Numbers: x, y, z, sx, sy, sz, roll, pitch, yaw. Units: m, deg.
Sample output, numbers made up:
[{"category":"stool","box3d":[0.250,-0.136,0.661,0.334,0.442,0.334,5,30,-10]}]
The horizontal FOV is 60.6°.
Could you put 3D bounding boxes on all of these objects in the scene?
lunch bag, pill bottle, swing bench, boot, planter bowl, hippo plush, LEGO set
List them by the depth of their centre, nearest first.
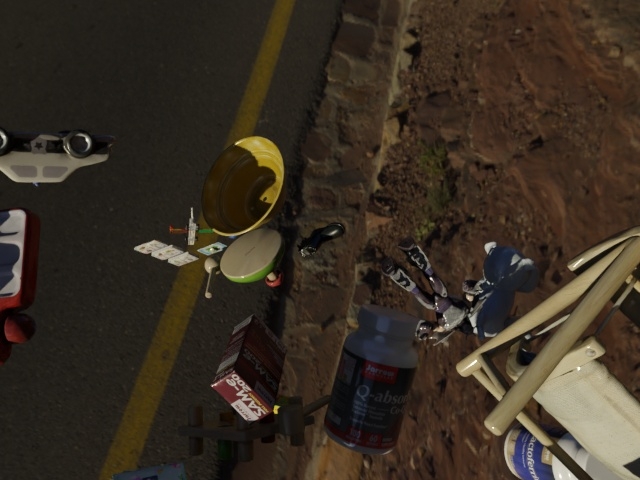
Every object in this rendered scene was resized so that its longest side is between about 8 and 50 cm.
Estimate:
[{"category":"swing bench","box3d":[0.323,0.151,0.540,0.253,0.165,0.255,45,97,-1]},{"category":"planter bowl","box3d":[-0.139,-0.099,1.141,0.217,0.090,0.217,-13,65,30]},{"category":"pill bottle","box3d":[0.594,0.538,1.345,0.153,0.265,0.153,4,79,-20]},{"category":"hippo plush","box3d":[0.436,0.122,1.425,0.234,0.294,0.236,21,93,48]},{"category":"boot","box3d":[0.000,-0.001,1.484,0.121,0.045,0.099,-12,25,39]},{"category":"LEGO set","box3d":[-0.353,-0.007,1.493,0.244,0.182,0.060,-19,65,23]},{"category":"pill bottle","box3d":[0.147,0.371,1.499,0.210,0.210,0.362,15,94,19]},{"category":"lunch bag","box3d":[-0.503,0.811,1.634,0.223,0.160,0.262,-3,66,-23]}]

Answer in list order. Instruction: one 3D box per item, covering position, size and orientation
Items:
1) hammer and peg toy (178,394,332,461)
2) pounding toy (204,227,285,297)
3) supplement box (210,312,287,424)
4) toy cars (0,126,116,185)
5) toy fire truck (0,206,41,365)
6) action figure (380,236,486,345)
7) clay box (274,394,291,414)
[{"category":"hammer and peg toy","box3d":[-0.141,0.465,1.369,0.361,0.266,0.127,-12,77,37]},{"category":"pounding toy","box3d":[-0.186,0.079,1.472,0.237,0.110,0.183,-26,36,4]},{"category":"supplement box","box3d":[-0.155,0.284,1.248,0.073,0.130,0.239,-35,16,17]},{"category":"toy cars","box3d":[-0.398,-0.087,0.611,0.176,0.394,0.087,5,100,16]},{"category":"toy fire truck","box3d":[-0.596,0.099,0.902,0.254,0.169,0.302,-9,68,2]},{"category":"action figure","box3d":[0.257,0.128,1.221,0.285,0.099,0.185,45,85,-16]},{"category":"clay box","box3d":[-0.173,0.578,1.857,0.222,0.127,0.053,0,32,27]}]
